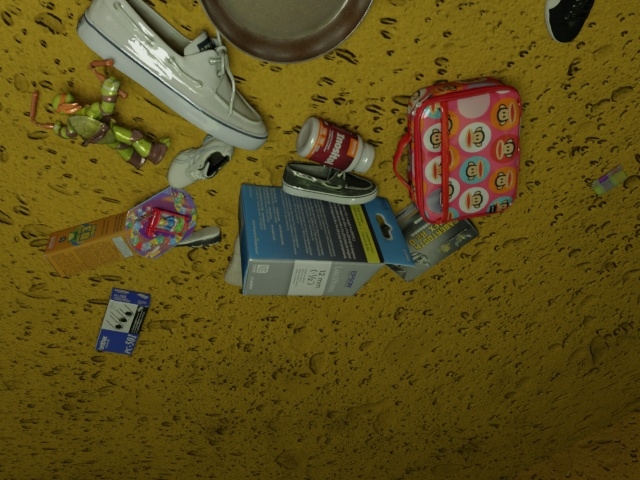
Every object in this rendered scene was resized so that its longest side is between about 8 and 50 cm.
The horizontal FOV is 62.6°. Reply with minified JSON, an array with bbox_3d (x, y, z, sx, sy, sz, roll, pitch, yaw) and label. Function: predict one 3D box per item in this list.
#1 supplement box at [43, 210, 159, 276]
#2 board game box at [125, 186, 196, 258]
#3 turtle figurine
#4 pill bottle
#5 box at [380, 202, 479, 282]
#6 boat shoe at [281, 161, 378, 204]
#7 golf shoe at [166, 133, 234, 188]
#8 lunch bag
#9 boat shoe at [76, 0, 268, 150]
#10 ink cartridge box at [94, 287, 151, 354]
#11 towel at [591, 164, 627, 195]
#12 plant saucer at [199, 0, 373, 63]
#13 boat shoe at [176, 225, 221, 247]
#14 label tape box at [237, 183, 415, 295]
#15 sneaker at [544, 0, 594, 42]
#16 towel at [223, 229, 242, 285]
[{"bbox_3d":[-0.480,0.003,1.166,0.233,0.078,0.080,-18,133,3],"label":"supplement box"},{"bbox_3d":[-0.330,-0.033,1.130,0.169,0.033,0.133,-37,132,-29],"label":"board game box"},{"bbox_3d":[-0.386,-0.208,0.948,0.269,0.087,0.217,-19,146,35],"label":"turtle figurine"},{"bbox_3d":[0.033,-0.193,1.095,0.152,0.086,0.086,15,127,-25],"label":"pill bottle"},{"bbox_3d":[0.256,-0.010,1.333,0.231,0.056,0.183,-37,129,21],"label":"box"},{"bbox_3d":[0.027,-0.131,1.157,0.219,0.078,0.070,4,132,-13],"label":"boat shoe"},{"bbox_3d":[-0.248,-0.151,1.072,0.176,0.086,0.069,-35,131,20],"label":"golf shoe"},{"bbox_3d":[0.281,-0.185,1.116,0.258,0.120,0.293,-10,120,-1],"label":"lunch bag"},{"bbox_3d":[-0.213,-0.312,0.915,0.367,0.136,0.156,34,115,-24],"label":"boat shoe"},{"bbox_3d":[-0.517,0.214,1.373,0.097,0.046,0.207,15,127,-23],"label":"ink cartridge box"},{"bbox_3d":[0.737,-0.153,1.342,0.083,0.009,0.060,-39,129,23],"label":"towel"},{"bbox_3d":[-0.052,-0.447,0.852,0.310,0.050,0.310,-9,129,-11],"label":"plant saucer"},{"bbox_3d":[-0.294,-0.001,1.229,0.125,0.046,0.038,-15,129,-11],"label":"boat shoe"},{"bbox_3d":[0.000,0.000,1.152,0.348,0.249,0.115,4,131,-16],"label":"label tape box"},{"bbox_3d":[0.471,-0.442,0.940,0.079,0.121,0.217,-11,133,-1],"label":"sneaker"},{"bbox_3d":[-0.085,0.049,1.319,0.282,0.049,0.187,9,128,-19],"label":"towel"}]
